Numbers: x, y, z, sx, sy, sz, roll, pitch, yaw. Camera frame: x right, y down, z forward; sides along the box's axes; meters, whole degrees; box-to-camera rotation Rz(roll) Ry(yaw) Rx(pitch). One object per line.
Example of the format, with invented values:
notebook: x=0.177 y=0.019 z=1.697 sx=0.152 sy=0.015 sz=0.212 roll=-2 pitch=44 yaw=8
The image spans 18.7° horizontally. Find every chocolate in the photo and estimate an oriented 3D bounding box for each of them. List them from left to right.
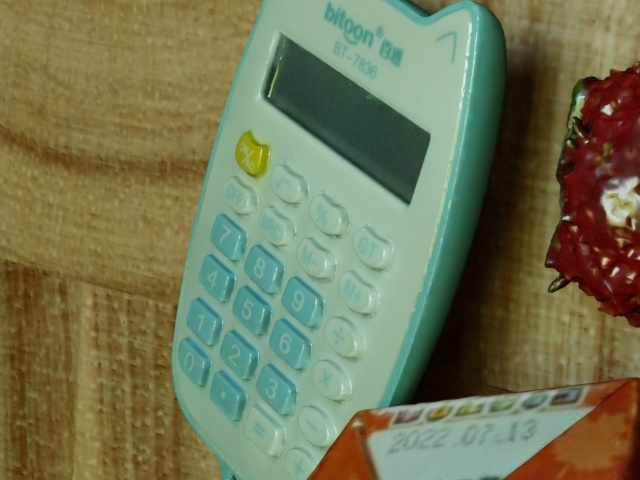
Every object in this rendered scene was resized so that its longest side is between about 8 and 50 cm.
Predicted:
chocolate: x=0.137 y=0.191 z=1.147 sx=0.234 sy=0.108 sz=0.237 roll=-11 pitch=131 yaw=38

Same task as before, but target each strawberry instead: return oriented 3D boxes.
strawberry: x=0.221 y=-0.021 z=1.131 sx=0.208 sy=0.087 sz=0.167 roll=6 pitch=99 yaw=33

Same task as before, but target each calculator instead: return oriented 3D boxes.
calculator: x=0.000 y=0.000 z=1.268 sx=0.256 sy=0.054 sz=0.386 roll=39 pitch=115 yaw=47
